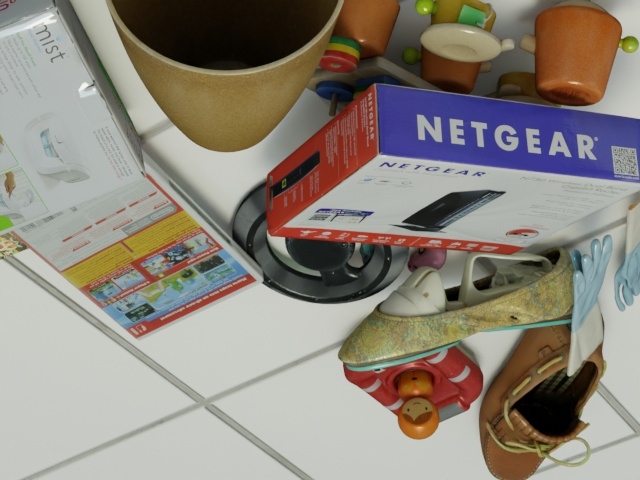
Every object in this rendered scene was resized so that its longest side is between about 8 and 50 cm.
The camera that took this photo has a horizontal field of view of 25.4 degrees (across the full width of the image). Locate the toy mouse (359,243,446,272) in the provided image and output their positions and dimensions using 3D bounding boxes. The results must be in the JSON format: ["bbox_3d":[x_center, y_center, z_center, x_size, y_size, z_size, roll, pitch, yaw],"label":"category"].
[{"bbox_3d":[0.110,0.024,1.882,0.161,0.031,0.143,11,137,-17],"label":"toy mouse"}]

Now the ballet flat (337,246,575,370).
[{"bbox_3d":[0.181,0.078,1.857,0.349,0.123,0.123,-12,141,-14],"label":"ballet flat"}]

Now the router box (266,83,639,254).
[{"bbox_3d":[0.146,-0.071,1.619,0.336,0.082,0.301,5,163,-23],"label":"router box"}]

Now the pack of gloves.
[{"bbox_3d":[0.371,0.039,1.853,0.046,0.195,0.232,30,148,28],"label":"pack of gloves"}]

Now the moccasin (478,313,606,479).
[{"bbox_3d":[0.329,0.248,2.073,0.139,0.147,0.380,9,138,-15],"label":"moccasin"}]

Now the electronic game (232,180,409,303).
[{"bbox_3d":[0.000,0.000,1.824,0.229,0.048,0.229,4,134,4],"label":"electronic game"}]

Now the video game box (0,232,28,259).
[{"bbox_3d":[-0.450,-0.047,1.741,0.187,0.048,0.205,-19,137,19],"label":"video game box"}]

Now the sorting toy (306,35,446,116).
[{"bbox_3d":[0.067,-0.152,1.607,0.274,0.046,0.132,22,162,-41],"label":"sorting toy"}]

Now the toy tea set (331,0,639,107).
[{"bbox_3d":[0.175,-0.235,1.554,0.336,0.124,0.200,18,165,-28],"label":"toy tea set"}]

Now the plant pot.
[{"bbox_3d":[-0.097,-0.203,1.475,0.237,0.237,0.254,-1,153,-3],"label":"plant pot"}]

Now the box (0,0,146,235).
[{"bbox_3d":[-0.346,-0.147,1.535,0.231,0.126,0.262,-23,136,1],"label":"box"}]

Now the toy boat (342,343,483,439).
[{"bbox_3d":[0.133,0.213,2.013,0.151,0.151,0.231,-28,134,25],"label":"toy boat"}]

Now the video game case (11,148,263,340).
[{"bbox_3d":[-0.232,0.007,1.772,0.204,0.025,0.285,-26,133,19],"label":"video game case"}]
